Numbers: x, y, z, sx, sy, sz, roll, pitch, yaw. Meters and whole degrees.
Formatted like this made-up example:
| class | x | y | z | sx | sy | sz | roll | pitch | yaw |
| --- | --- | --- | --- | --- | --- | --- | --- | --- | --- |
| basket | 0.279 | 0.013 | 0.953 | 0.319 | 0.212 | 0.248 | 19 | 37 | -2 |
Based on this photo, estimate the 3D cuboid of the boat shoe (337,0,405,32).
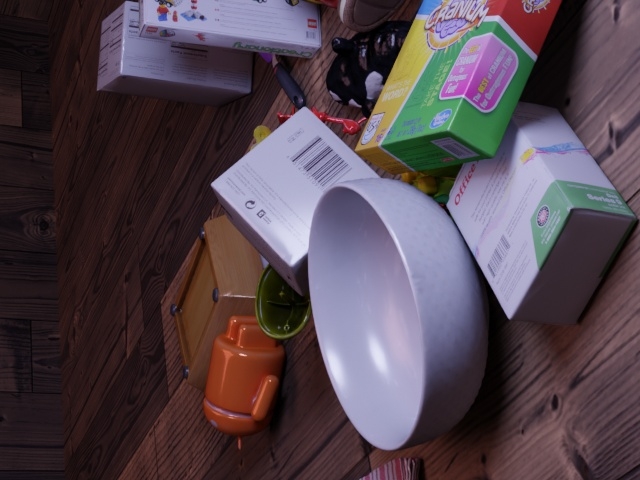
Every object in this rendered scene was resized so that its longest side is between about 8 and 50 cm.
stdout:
| class | x | y | z | sx | sy | sz | roll | pitch | yaw |
| --- | --- | --- | --- | --- | --- | --- | --- | --- | --- |
| boat shoe | 0.099 | -0.413 | 1.718 | 0.257 | 0.095 | 0.095 | -57 | 35 | 11 |

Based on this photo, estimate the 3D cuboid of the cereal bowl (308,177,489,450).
| class | x | y | z | sx | sy | sz | roll | pitch | yaw |
| --- | --- | --- | --- | --- | --- | --- | --- | --- | --- |
| cereal bowl | 0.109 | 0.083 | 1.517 | 0.339 | 0.141 | 0.339 | 171 | 90 | -70 |

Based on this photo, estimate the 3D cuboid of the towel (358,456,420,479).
| class | x | y | z | sx | sy | sz | roll | pitch | yaw |
| --- | --- | --- | --- | --- | --- | --- | --- | --- | --- |
| towel | 0.092 | 0.384 | 1.683 | 0.197 | 0.029 | 0.144 | 133 | 136 | -59 |

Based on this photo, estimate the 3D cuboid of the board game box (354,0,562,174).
| class | x | y | z | sx | sy | sz | roll | pitch | yaw |
| --- | --- | --- | --- | --- | --- | --- | --- | --- | --- |
| board game box | 0.175 | -0.236 | 1.426 | 0.316 | 0.064 | 0.242 | -65 | 20 | -12 |

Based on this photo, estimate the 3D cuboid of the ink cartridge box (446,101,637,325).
| class | x | y | z | sx | sy | sz | roll | pitch | yaw |
| --- | --- | --- | --- | --- | --- | --- | --- | --- | --- |
| ink cartridge box | 0.234 | -0.034 | 1.352 | 0.212 | 0.093 | 0.154 | -115 | 38 | -48 |

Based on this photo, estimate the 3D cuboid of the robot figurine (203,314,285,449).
| class | x | y | z | sx | sy | sz | roll | pitch | yaw |
| --- | --- | --- | --- | --- | --- | --- | --- | --- | --- |
| robot figurine | -0.131 | 0.240 | 2.104 | 0.158 | 0.128 | 0.219 | 16 | 104 | 22 |

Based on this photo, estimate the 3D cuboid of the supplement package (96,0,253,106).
| class | x | y | z | sx | sy | sz | roll | pitch | yaw |
| --- | --- | --- | --- | --- | --- | --- | --- | --- | --- |
| supplement package | -0.286 | -0.360 | 2.422 | 0.204 | 0.262 | 0.145 | 174 | 101 | -67 |

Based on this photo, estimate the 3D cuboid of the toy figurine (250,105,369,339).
| class | x | y | z | sx | sy | sz | roll | pitch | yaw |
| --- | --- | --- | --- | --- | --- | --- | --- | --- | --- |
| toy figurine | 0.000 | 0.000 | 1.903 | 0.217 | 0.191 | 0.362 | 75 | -167 | -70 |

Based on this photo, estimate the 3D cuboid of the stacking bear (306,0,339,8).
| class | x | y | z | sx | sy | sz | roll | pitch | yaw |
| --- | --- | --- | --- | --- | --- | --- | --- | --- | --- |
| stacking bear | 0.003 | -0.439 | 1.895 | 0.289 | 0.175 | 0.164 | -125 | 19 | -58 |

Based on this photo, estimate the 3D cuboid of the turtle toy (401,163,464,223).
| class | x | y | z | sx | sy | sz | roll | pitch | yaw |
| --- | --- | --- | --- | --- | --- | --- | --- | --- | --- |
| turtle toy | 0.163 | -0.061 | 1.542 | 0.130 | 0.095 | 0.066 | -134 | 32 | -62 |

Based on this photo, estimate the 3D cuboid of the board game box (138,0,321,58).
| class | x | y | z | sx | sy | sz | roll | pitch | yaw |
| --- | --- | --- | --- | --- | --- | --- | --- | --- | --- |
| board game box | -0.152 | -0.418 | 2.067 | 0.053 | 0.305 | 0.193 | 137 | 134 | -62 |

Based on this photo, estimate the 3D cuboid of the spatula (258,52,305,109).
| class | x | y | z | sx | sy | sz | roll | pitch | yaw |
| --- | --- | --- | --- | --- | --- | --- | --- | --- | --- |
| spatula | -0.076 | -0.321 | 2.218 | 0.296 | 0.030 | 0.084 | -113 | 35 | -48 |

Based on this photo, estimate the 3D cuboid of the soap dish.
| class | x | y | z | sx | sy | sz | roll | pitch | yaw |
| --- | --- | --- | --- | --- | --- | --- | --- | --- | --- |
| soap dish | -0.180 | 0.118 | 2.256 | 0.229 | 0.118 | 0.291 | -107 | 31 | -42 |

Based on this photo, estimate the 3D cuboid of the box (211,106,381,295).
| class | x | y | z | sx | sy | sz | roll | pitch | yaw |
| --- | --- | --- | --- | --- | --- | --- | --- | --- | --- |
| box | -0.023 | -0.055 | 1.739 | 0.181 | 0.182 | 0.119 | 45 | 170 | 23 |

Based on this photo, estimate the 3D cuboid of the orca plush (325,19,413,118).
| class | x | y | z | sx | sy | sz | roll | pitch | yaw |
| --- | --- | --- | --- | --- | --- | --- | --- | --- | --- |
| orca plush | 0.063 | -0.256 | 1.771 | 0.287 | 0.102 | 0.151 | -164 | 86 | -67 |
